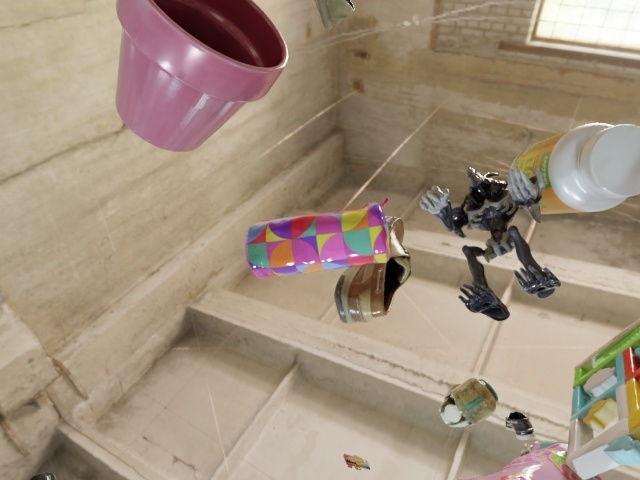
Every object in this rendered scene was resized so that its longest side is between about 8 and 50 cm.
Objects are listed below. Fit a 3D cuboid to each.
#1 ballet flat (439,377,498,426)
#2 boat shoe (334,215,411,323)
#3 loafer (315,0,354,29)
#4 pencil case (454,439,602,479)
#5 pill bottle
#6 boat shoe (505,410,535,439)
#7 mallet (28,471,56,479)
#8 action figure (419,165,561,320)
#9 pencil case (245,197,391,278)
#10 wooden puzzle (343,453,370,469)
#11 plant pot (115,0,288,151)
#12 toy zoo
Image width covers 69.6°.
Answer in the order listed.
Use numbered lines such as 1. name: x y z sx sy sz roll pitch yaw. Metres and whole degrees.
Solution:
1. ballet flat: 0.377 0.448 1.234 0.123 0.349 0.123 -2 -116 5
2. boat shoe: 0.142 0.062 1.009 0.119 0.123 0.324 -3 -144 30
3. loafer: 0.009 -0.327 0.567 0.050 0.148 0.056 -22 -105 6
4. pencil case: 0.253 0.328 0.567 0.284 0.124 0.124 9 -155 -45
5. pill bottle: 0.423 -0.114 0.758 0.136 0.137 0.246 0 -178 0
6. boat shoe: 0.385 0.353 0.898 0.046 0.125 0.038 -15 -101 12
7. mallet: -0.394 0.393 0.644 0.039 0.190 0.062 -1 -136 -38
8. action figure: 0.237 -0.035 0.642 0.164 0.141 0.276 -22 -143 23
9. pencil case: 0.000 0.000 0.737 0.236 0.105 0.104 -9 -143 12
10. wooden puzzle: 0.073 0.447 0.931 0.049 0.083 0.006 15 -98 -3
11. plant pot: -0.171 -0.222 0.594 0.201 0.180 0.201 25 -138 -25
12. toy zoo: 0.406 0.190 0.597 0.030 0.192 0.293 42 -149 13
